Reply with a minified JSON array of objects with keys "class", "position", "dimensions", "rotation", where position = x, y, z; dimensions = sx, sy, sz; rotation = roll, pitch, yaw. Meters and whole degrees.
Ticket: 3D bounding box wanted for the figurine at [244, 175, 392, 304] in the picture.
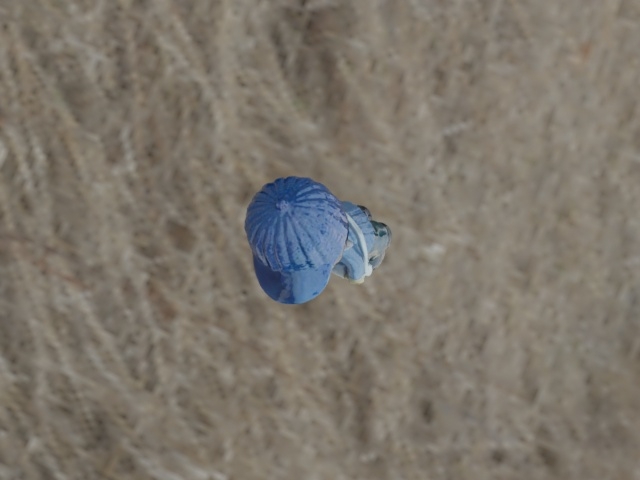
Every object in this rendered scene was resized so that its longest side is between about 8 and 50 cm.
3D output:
[{"class":"figurine","position":[0.005,-0.007,1.348],"dimensions":[0.136,0.077,0.079],"rotation":[-14,140,-53]}]
